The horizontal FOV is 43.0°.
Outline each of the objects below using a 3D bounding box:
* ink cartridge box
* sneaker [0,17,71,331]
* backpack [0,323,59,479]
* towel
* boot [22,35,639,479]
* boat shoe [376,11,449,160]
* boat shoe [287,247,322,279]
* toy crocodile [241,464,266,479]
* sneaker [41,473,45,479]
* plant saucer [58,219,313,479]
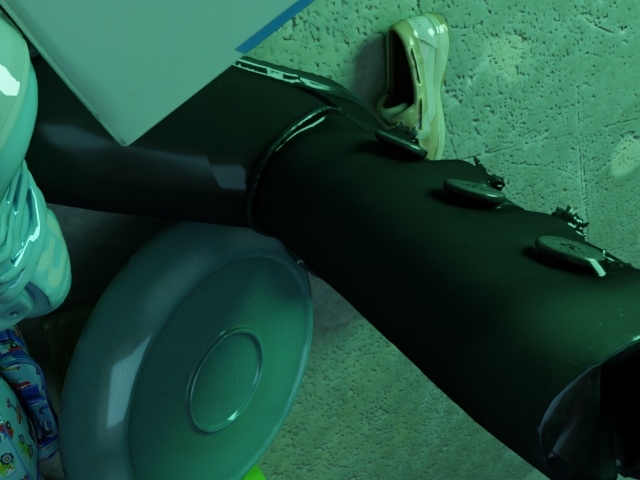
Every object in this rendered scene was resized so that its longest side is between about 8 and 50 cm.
[{"bbox_3d":[-0.128,-0.204,0.438,0.171,0.232,0.168,-40,138,-7],"label":"ink cartridge box"},{"bbox_3d":[-0.204,-0.017,0.477,0.150,0.366,0.135,16,67,-32],"label":"sneaker"},{"bbox_3d":[-0.266,0.147,0.633,0.116,0.173,0.158,-22,131,-23],"label":"backpack"},{"bbox_3d":[-0.182,0.093,0.764,0.148,0.027,0.110,-16,128,-27],"label":"towel"},{"bbox_3d":[0.002,0.000,0.530,0.366,0.445,0.146,-6,124,-34],"label":"boot"},{"bbox_3d":[0.082,-0.131,0.780,0.059,0.063,0.170,-15,119,-25],"label":"boat shoe"},{"bbox_3d":[0.032,0.022,0.838,0.228,0.076,0.080,22,65,-66],"label":"boat shoe"},{"bbox_3d":[-0.104,0.344,0.966,0.115,0.105,0.341,-30,130,-16],"label":"toy crocodile"},{"bbox_3d":[-0.265,0.271,0.811,0.082,0.071,0.191,-24,141,-30],"label":"sneaker"},{"bbox_3d":[-0.099,0.123,0.753,0.317,0.043,0.318,-31,131,-45],"label":"plant saucer"}]
